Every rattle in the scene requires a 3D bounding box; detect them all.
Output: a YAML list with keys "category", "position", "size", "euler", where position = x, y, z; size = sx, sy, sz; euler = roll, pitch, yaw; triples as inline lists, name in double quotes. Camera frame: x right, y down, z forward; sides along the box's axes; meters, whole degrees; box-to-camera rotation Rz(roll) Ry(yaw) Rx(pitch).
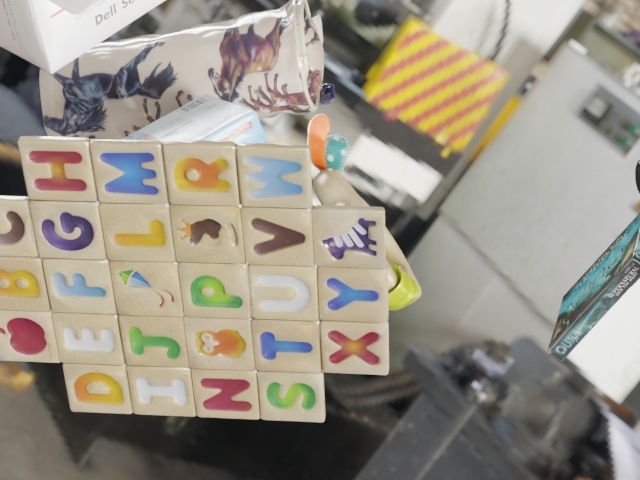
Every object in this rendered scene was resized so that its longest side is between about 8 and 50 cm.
- category: "rattle"
  position: [0.000, 0.000, 1.404]
  size: [0.199, 0.143, 0.130]
  euler: [55, 29, 6]

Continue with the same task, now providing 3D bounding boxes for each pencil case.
- category: "pencil case"
  position: [-0.192, -0.224, 1.998]
  size: [0.183, 0.410, 0.159]
  euler: [-46, 126, -74]

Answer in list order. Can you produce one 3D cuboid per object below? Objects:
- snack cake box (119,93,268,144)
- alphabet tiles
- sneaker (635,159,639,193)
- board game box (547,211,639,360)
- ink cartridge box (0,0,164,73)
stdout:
- category: "snack cake box"
  position: [-0.205, -0.076, 1.797]
  size: [0.152, 0.264, 0.089]
  euler: [27, -37, 58]
- category: "alphabet tiles"
  position: [-0.115, 0.039, 1.196]
  size: [0.343, 0.285, 0.011]
  euler: [2, 37, 6]
- category: "sneaker"
  position: [0.360, -0.107, 1.232]
  size: [0.094, 0.208, 0.081]
  euler: [24, 24, -35]
- category: "board game box"
  position: [0.356, 0.054, 1.826]
  size: [0.026, 0.186, 0.126]
  euler: [33, 37, -3]
- category: "ink cartridge box"
  position: [-0.315, -0.319, 1.676]
  size: [0.353, 0.207, 0.119]
  euler: [29, -36, 32]
